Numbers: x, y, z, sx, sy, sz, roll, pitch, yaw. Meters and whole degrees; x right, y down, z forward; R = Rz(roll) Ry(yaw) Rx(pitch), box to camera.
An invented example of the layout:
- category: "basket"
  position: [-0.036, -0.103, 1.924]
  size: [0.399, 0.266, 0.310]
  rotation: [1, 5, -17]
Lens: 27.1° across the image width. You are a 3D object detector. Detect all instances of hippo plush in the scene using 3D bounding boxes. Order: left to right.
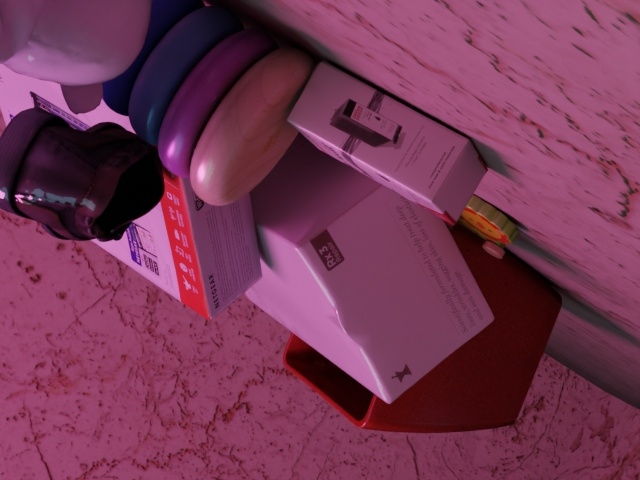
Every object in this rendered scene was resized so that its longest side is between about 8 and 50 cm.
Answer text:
- category: "hippo plush"
  position: [-0.212, -0.190, 0.871]
  size: [0.236, 0.234, 0.294]
  rotation: [-11, -131, -45]

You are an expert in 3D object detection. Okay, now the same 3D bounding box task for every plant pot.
- category: "plant pot"
  position: [0.143, 0.101, 1.686]
  size: [0.235, 0.267, 0.267]
  rotation: [19, -175, -25]

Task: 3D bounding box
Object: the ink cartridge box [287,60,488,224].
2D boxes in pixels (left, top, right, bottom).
- category: "ink cartridge box"
  position: [0.053, -0.074, 1.030]
  size: [0.135, 0.056, 0.099]
  rotation: [31, 179, 19]

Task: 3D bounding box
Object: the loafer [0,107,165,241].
- category: "loafer"
  position: [-0.174, -0.039, 1.086]
  size: [0.095, 0.109, 0.302]
  rotation: [22, -178, 9]

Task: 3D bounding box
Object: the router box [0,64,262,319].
- category: "router box"
  position: [-0.207, -0.118, 1.333]
  size: [0.301, 0.082, 0.335]
  rotation: [31, 146, 31]

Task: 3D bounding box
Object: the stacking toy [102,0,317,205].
- category: "stacking toy"
  position: [-0.168, -0.173, 1.063]
  size: [0.330, 0.141, 0.141]
  rotation: [36, 179, 11]

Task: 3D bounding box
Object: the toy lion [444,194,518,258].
- category: "toy lion"
  position: [0.151, -0.024, 1.307]
  size: [0.100, 0.034, 0.096]
  rotation: [31, 172, 25]

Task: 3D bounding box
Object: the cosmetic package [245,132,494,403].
- category: "cosmetic package"
  position: [0.000, 0.000, 1.475]
  size: [0.385, 0.156, 0.217]
  rotation: [29, 153, 58]
